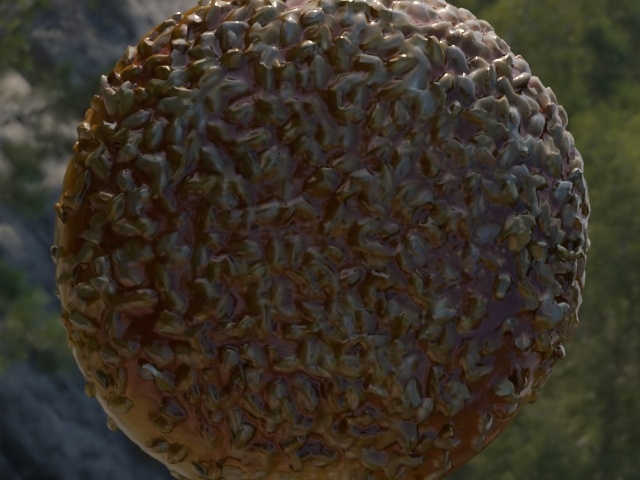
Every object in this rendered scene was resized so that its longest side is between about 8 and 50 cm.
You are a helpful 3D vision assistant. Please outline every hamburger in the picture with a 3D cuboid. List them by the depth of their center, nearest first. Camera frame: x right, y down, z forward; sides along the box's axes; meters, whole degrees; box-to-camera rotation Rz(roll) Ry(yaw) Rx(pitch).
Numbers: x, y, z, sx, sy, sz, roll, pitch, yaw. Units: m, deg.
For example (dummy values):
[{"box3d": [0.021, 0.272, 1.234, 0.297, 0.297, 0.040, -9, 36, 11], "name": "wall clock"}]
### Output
[{"box3d": [0.000, 0.000, 1.078, 0.330, 0.330, 0.250, 51, 4, 1], "name": "hamburger"}]
